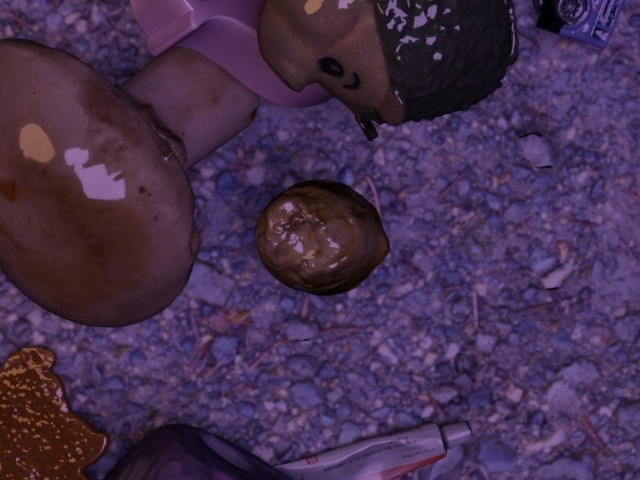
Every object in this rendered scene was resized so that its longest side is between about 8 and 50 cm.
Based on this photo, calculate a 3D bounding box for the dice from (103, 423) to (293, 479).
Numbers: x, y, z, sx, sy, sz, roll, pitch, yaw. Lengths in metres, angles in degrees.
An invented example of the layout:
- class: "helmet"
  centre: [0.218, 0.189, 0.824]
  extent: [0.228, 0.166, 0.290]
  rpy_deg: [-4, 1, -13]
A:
- class: "dice"
  centre: [-0.111, 0.354, 1.574]
  extent: [0.270, 0.271, 0.270]
  rpy_deg: [35, 94, -13]

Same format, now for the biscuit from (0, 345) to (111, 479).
- class: "biscuit"
  centre: [-0.289, 0.228, 1.617]
  extent: [0.162, 0.035, 0.250]
  rpy_deg: [7, 86, 12]

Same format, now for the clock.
- class: "clock"
  centre: [-0.031, -0.271, 1.510]
  extent: [0.275, 0.080, 0.290]
  rpy_deg: [11, 71, -33]

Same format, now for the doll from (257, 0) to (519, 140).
- class: "doll"
  centre: [0.035, -0.261, 1.377]
  extent: [0.247, 0.247, 0.350]
  rpy_deg: [-22, 101, -7]

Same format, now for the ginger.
- class: "ginger"
  centre: [0.000, 0.000, 1.546]
  extent: [0.116, 0.263, 0.109]
  rpy_deg: [-33, 89, -4]

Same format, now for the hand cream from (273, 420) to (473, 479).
- class: "hand cream"
  centre: [0.053, 0.230, 1.714]
  extent: [0.216, 0.038, 0.052]
  rpy_deg: [-17, 79, -2]

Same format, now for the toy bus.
- class: "toy bus"
  centre: [0.273, -0.278, 1.639]
  extent: [0.076, 0.073, 0.167]
  rpy_deg: [18, 100, -17]

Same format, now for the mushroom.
- class: "mushroom"
  centre: [-0.183, -0.082, 1.496]
  extent: [0.290, 0.292, 0.292]
  rpy_deg: [-38, 106, -20]
